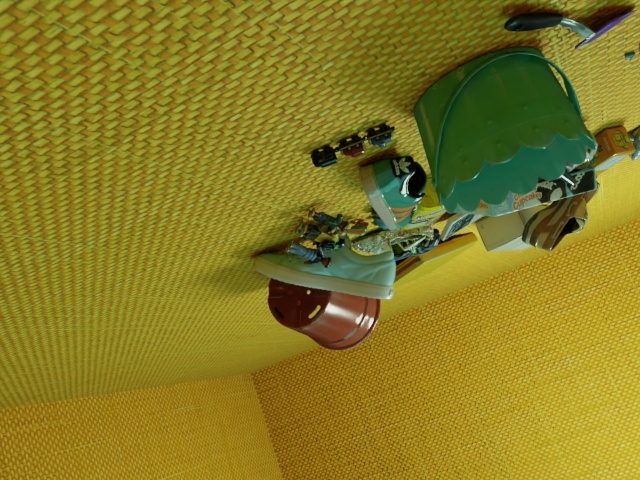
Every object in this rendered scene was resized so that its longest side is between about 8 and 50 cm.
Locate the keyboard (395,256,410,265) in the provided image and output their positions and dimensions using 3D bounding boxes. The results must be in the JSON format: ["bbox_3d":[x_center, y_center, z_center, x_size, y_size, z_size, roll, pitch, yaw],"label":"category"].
[{"bbox_3d":[0.232,0.096,2.305,0.192,0.038,0.100,-9,162,-32],"label":"keyboard"}]

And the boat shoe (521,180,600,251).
[{"bbox_3d":[0.769,-0.071,2.038,0.324,0.120,0.123,-39,144,-18],"label":"boat shoe"}]

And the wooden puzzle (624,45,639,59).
[{"bbox_3d":[0.631,-0.364,1.216,0.116,0.014,0.078,-28,163,31],"label":"wooden puzzle"}]

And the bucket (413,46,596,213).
[{"bbox_3d":[0.302,-0.185,1.115,0.281,0.183,0.281,-19,165,-5],"label":"bucket"}]

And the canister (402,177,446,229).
[{"bbox_3d":[0.263,-0.091,1.613,0.126,0.073,0.170,-15,166,-15],"label":"canister"}]

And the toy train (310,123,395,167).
[{"bbox_3d":[0.060,-0.165,1.159,0.158,0.036,0.027,-21,165,4],"label":"toy train"}]

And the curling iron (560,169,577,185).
[{"bbox_3d":[0.524,-0.181,1.550,0.274,0.035,0.068,15,137,-35],"label":"curling iron"}]

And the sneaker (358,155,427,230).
[{"bbox_3d":[0.178,-0.100,1.401,0.121,0.108,0.302,-19,164,14],"label":"sneaker"}]

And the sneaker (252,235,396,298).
[{"bbox_3d":[0.015,0.049,1.677,0.365,0.150,0.135,10,180,-4],"label":"sneaker"}]

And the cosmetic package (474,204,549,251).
[{"bbox_3d":[0.678,-0.043,2.227,0.160,0.113,0.309,-31,162,37],"label":"cosmetic package"}]

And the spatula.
[{"bbox_3d":[0.377,-0.326,0.997,0.296,0.030,0.084,-9,164,-35],"label":"spatula"}]

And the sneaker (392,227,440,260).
[{"bbox_3d":[0.282,0.015,2.020,0.188,0.067,0.078,-21,168,10],"label":"sneaker"}]

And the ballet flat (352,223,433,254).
[{"bbox_3d":[0.211,-0.002,1.853,0.241,0.077,0.091,-20,166,4],"label":"ballet flat"}]

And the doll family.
[{"bbox_3d":[0.000,0.000,1.512,0.111,0.076,0.193,20,154,-16],"label":"doll family"}]

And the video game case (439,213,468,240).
[{"bbox_3d":[0.437,-0.074,1.920,0.173,0.022,0.190,-32,166,-6],"label":"video game case"}]

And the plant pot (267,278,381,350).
[{"bbox_3d":[-0.002,0.171,1.887,0.272,0.272,0.265,-25,156,21],"label":"plant pot"}]

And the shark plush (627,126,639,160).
[{"bbox_3d":[0.878,-0.277,1.730,0.073,0.067,0.161,-7,161,-38],"label":"shark plush"}]

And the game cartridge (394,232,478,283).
[{"bbox_3d":[0.373,0.078,2.324,0.323,0.053,0.285,-19,165,-40],"label":"game cartridge"}]

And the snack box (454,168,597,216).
[{"bbox_3d":[0.522,-0.128,1.696,0.321,0.060,0.187,-15,-170,-19],"label":"snack box"}]

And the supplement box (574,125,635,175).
[{"bbox_3d":[0.716,-0.212,1.742,0.080,0.078,0.233,-8,161,-26],"label":"supplement box"}]

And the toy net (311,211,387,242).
[{"bbox_3d":[0.079,-0.040,1.634,0.232,0.045,0.122,-12,-167,-18],"label":"toy net"}]

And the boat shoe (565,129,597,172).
[{"bbox_3d":[0.609,-0.220,1.546,0.088,0.096,0.267,-31,165,15],"label":"boat shoe"}]
